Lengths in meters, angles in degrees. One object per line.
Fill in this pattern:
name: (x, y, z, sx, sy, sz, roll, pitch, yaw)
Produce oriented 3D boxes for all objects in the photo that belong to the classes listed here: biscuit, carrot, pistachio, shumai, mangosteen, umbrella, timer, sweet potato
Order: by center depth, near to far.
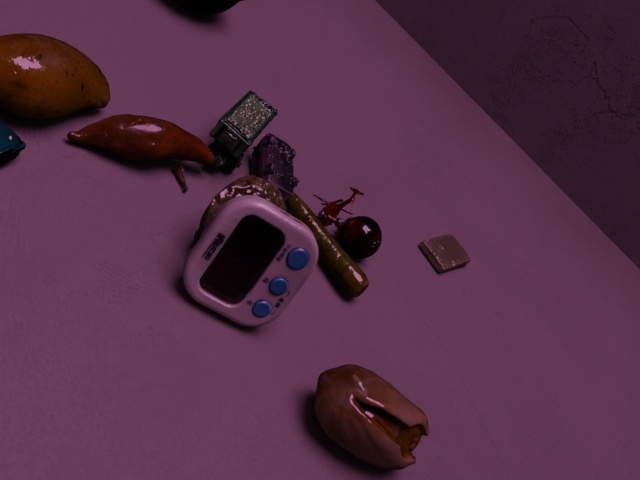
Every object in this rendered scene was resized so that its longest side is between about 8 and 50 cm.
timer: (-0.146, 0.042, 1.454, 0.237, 0.262, 0.087, 32, 13, -19)
pistachio: (0.100, 0.374, 1.461, 0.288, 0.197, 0.166, 42, 75, -24)
shumai: (-0.147, -0.015, 1.573, 0.218, 0.189, 0.256, 49, 40, 8)
sweet potato: (-0.399, -0.233, 1.594, 0.359, 0.112, 0.112, 0, 53, -33)
umbrella: (-0.335, -0.152, 1.664, 0.083, 0.031, 0.020, 68, 8, 28)
carrot: (0.000, 0.000, 1.822, 0.358, 0.074, 0.074, 52, 33, 15)
mangosteen: (0.101, -0.014, 1.914, 0.140, 0.140, 0.140, 28, 37, -24)
biscuit: (0.409, 0.039, 2.252, 0.199, 0.040, 0.121, -12, 61, -51)

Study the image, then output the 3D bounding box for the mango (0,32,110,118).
mango: (-0.589, -0.357, 1.489, 0.329, 0.176, 0.176, -30, 122, -56)

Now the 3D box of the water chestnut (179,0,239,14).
water chestnut: (-0.368, -0.899, 2.184, 0.350, 0.302, 0.350, 24, 38, -21)

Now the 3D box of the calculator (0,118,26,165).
calculator: (-0.727, -0.211, 1.270, 0.248, 0.058, 0.274, 43, 33, -1)

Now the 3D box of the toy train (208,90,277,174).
toy train: (-0.213, -0.282, 1.820, 0.115, 0.154, 0.269, 42, 33, -10)

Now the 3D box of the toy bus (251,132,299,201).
toy bus: (-0.129, -0.187, 1.851, 0.096, 0.108, 0.199, 28, 39, -32)

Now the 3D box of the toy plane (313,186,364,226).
toy plane: (0.050, -0.081, 1.856, 0.126, 0.194, 0.077, 36, 57, -40)
